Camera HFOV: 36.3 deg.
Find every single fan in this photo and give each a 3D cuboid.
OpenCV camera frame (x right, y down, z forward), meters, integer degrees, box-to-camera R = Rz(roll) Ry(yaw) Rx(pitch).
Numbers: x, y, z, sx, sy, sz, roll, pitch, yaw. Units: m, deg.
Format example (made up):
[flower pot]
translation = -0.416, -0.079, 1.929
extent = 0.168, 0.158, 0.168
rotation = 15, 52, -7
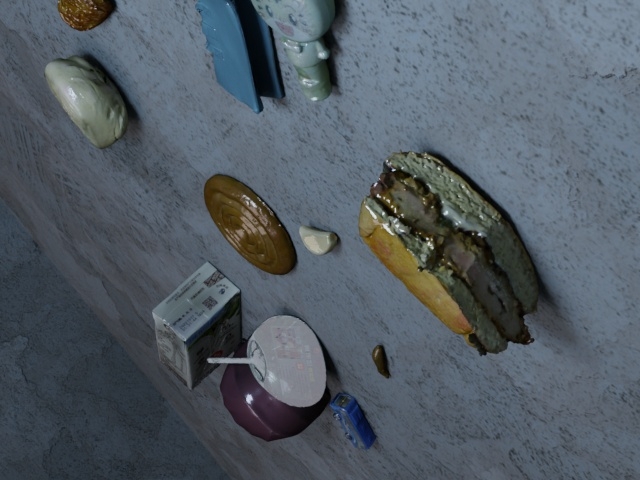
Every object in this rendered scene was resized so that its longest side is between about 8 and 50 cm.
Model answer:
[fan]
translation = -0.110, 0.254, 2.226
extent = 0.294, 0.012, 0.223
rotation = 26, 118, 14

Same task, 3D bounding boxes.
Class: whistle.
[whistle]
translation = -0.026, -0.296, 1.347
extent = 0.126, 0.067, 0.258
rotation = 26, 153, 30

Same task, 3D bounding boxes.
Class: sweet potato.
[sweet potato]
translation = 0.120, 0.246, 1.976
extent = 0.026, 0.026, 0.115
rotation = 31, 153, 34

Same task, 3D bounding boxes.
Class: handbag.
[handbag]
translation = -0.136, -0.314, 1.521
extent = 0.144, 0.057, 0.221
rotation = 37, 155, 33

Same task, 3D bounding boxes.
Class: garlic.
[garlic]
translation = -0.001, 0.000, 1.788
extent = 0.083, 0.041, 0.053
rotation = 10, 123, 44

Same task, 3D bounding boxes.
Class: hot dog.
[hot dog]
translation = -0.440, -0.448, 1.820
extent = 0.099, 0.065, 0.147
rotation = 52, 150, -8

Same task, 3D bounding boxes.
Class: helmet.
[helmet]
translation = -0.138, 0.385, 2.425
extent = 0.271, 0.197, 0.338
rotation = 49, 156, -8

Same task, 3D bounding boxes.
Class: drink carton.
[drink carton]
translation = -0.308, 0.220, 2.458
extent = 0.132, 0.194, 0.325
rotation = 39, 154, 16

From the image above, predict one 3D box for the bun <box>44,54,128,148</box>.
[bun]
translation = -0.484, -0.298, 2.061
extent = 0.210, 0.116, 0.237
rotation = 53, 173, -2

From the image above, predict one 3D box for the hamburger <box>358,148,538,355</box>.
[hamburger]
translation = 0.171, 0.015, 1.372
extent = 0.245, 0.155, 0.282
rotation = 25, 151, 48

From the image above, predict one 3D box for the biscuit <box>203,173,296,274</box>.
[biscuit]
translation = -0.151, -0.026, 2.008
extent = 0.262, 0.037, 0.262
rotation = 39, 155, 22

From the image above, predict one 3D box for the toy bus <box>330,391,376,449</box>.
[toy bus]
translation = 0.077, 0.426, 2.296
extent = 0.061, 0.051, 0.153
rotation = 5, 133, 41
